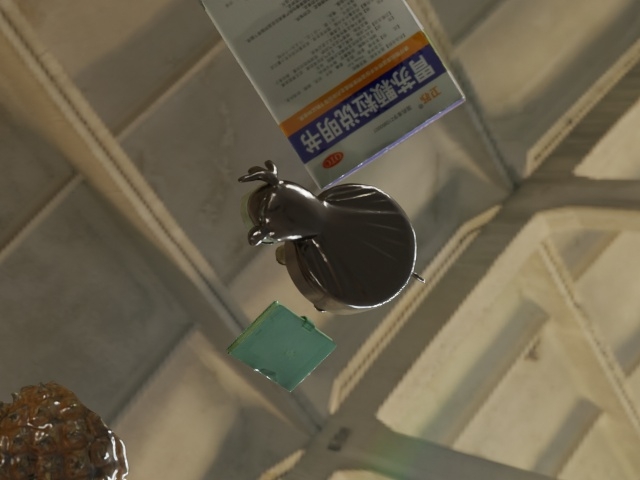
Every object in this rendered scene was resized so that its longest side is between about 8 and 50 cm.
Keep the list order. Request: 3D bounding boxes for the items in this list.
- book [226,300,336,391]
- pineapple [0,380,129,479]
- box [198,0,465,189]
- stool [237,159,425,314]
[{"bbox_3d":[-0.050,0.144,1.468,0.103,0.017,0.135,-45,-49,7],"label":"book"},{"bbox_3d":[-0.346,0.297,1.015,0.364,0.165,0.165,-44,-61,-28],"label":"pineapple"},{"bbox_3d":[0.010,-0.238,1.270,0.200,0.106,0.299,-32,-88,11],"label":"box"},{"bbox_3d":[0.000,0.000,1.070,0.217,0.121,0.125,25,-106,-20],"label":"stool"}]
